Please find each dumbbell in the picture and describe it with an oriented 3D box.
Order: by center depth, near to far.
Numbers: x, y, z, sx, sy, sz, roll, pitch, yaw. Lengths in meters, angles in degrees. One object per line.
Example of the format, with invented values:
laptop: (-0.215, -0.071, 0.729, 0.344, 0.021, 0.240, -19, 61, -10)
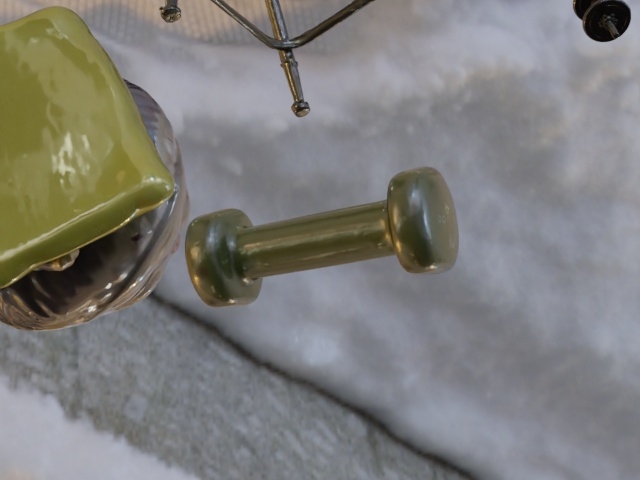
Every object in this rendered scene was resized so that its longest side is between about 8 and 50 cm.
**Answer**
dumbbell: (0.000, 0.000, 0.544, 0.118, 0.052, 0.046, -11, 89, 23)
dumbbell: (0.392, -0.320, 1.753, 0.069, 0.147, 0.069, -3, 128, -4)

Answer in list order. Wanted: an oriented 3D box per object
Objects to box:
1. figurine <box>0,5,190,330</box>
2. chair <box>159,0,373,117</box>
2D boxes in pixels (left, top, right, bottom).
figurine: (-0.298, 0.008, 1.196, 0.361, 0.266, 0.377, -12, 151, -5)
chair: (-0.037, -0.490, 1.814, 0.362, 0.410, 0.365, -31, 149, 18)
